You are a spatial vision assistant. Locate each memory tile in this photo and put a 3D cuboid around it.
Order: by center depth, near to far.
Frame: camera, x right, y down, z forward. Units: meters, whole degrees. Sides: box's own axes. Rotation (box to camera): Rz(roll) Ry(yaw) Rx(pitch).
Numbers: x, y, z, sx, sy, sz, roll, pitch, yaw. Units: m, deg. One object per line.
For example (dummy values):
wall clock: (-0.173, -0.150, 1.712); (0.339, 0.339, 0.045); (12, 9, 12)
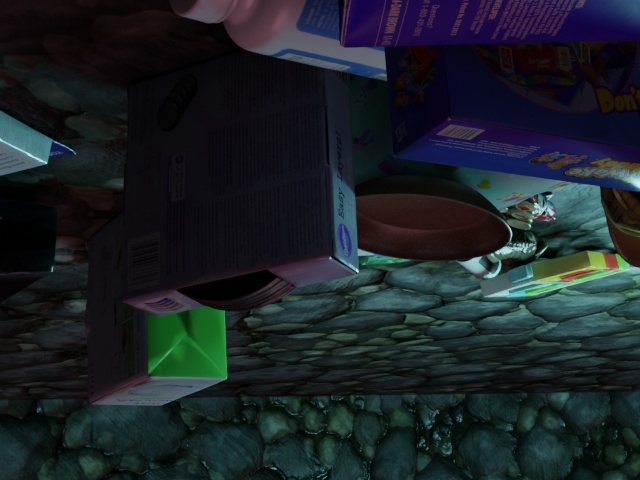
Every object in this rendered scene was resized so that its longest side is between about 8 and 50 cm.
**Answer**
memory tile: (0.229, -0.053, 1.581); (0.148, 0.012, 0.113); (15, 165, 8)

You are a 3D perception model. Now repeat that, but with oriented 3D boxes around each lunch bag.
lunch bag: (0.174, -0.113, 1.217); (0.262, 0.160, 0.223); (15, 155, -32)

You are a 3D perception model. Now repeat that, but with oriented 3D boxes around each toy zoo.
toy zoo: (0.397, 0.059, 1.913); (0.192, 0.030, 0.293); (-18, 169, 27)

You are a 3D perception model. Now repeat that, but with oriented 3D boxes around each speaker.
speaker: (0.254, 0.025, 1.849); (0.055, 0.055, 0.136); (-10, 161, 21)

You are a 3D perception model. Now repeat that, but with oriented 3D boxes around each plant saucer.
plant saucer: (0.102, -0.026, 1.178); (0.198, 0.036, 0.198); (7, 161, 2)

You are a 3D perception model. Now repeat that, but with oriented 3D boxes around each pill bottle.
pill bottle: (-0.007, -0.208, 0.926); (0.221, 0.124, 0.124); (7, 160, -31)

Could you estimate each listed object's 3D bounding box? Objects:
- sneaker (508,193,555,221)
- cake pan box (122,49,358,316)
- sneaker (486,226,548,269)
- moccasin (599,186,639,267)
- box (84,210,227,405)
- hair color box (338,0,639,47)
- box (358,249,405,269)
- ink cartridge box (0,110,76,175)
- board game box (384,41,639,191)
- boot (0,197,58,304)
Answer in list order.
sneaker: (0.314, -0.054, 1.624); (0.067, 0.042, 0.118); (1, 170, -1)
cake pan box: (-0.085, -0.064, 1.140); (0.245, 0.267, 0.070); (-15, 155, 27)
sneaker: (0.304, -0.003, 1.786); (0.071, 0.066, 0.188); (-29, 159, 20)
moccasin: (0.402, -0.065, 1.294); (0.139, 0.147, 0.380); (7, 151, 5)
box: (-0.245, 0.093, 1.624); (0.126, 0.262, 0.231); (6, 159, -30)
hair color box: (0.177, -0.237, 0.765); (0.338, 0.185, 0.110); (-2, 163, -3)
box: (0.000, 0.000, 1.715); (0.321, 0.059, 0.232); (-10, 161, 24)
ink cartridge box: (-0.442, -0.101, 1.322); (0.223, 0.045, 0.224); (-11, 162, 22)
board game box: (0.216, -0.167, 0.916); (0.347, 0.233, 0.078); (6, 160, -27)
boot: (-0.579, 0.047, 1.539); (0.367, 0.146, 0.445); (-9, 176, -26)
